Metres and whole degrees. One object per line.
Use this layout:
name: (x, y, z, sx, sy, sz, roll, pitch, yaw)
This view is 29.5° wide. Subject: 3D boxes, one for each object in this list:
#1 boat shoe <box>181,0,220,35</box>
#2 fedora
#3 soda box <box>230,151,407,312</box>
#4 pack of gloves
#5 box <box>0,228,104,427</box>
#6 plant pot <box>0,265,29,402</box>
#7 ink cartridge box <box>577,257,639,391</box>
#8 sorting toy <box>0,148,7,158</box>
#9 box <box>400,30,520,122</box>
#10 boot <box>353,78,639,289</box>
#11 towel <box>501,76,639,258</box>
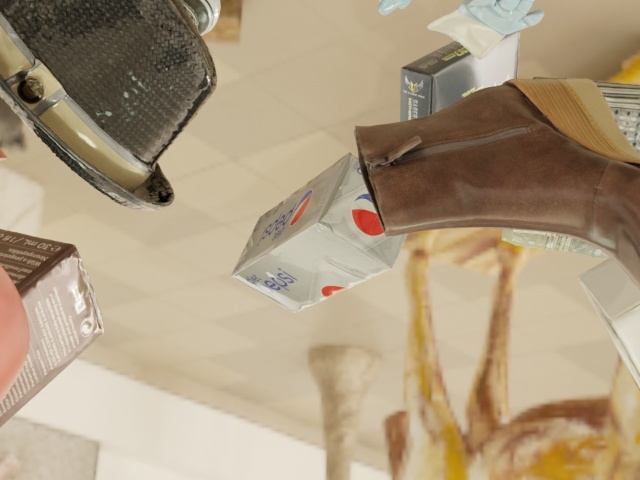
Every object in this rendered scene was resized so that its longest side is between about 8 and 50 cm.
boat shoe: (-0.306, -0.341, 1.671, 0.335, 0.119, 0.121, 16, 130, -9)
fedora: (-0.204, -0.190, 1.078, 0.152, 0.334, 0.334, -39, 146, 6)
soda box: (0.000, 0.000, 1.355, 0.098, 0.091, 0.286, 31, 158, -14)
pack of gloves: (0.138, -0.274, 1.404, 0.195, 0.046, 0.232, 31, 169, -9)
box: (-0.437, 0.139, 1.315, 0.191, 0.381, 0.143, 11, 130, 30)
plant pot: (-0.374, 0.122, 0.846, 0.275, 0.243, 0.275, 7, 134, 7)
ink cartridge box: (0.533, 0.081, 1.355, 0.395, 0.166, 0.285, -30, 105, 7)
sorting toy: (-0.539, -0.160, 1.752, 0.127, 0.126, 0.365, -14, -174, -19)
box: (0.205, -0.197, 1.771, 0.059, 0.232, 0.183, 20, 126, 35)
boot: (0.149, -0.023, 0.916, 0.207, 0.248, 0.090, -14, 136, -6)
towel: (0.446, -0.093, 1.823, 0.312, 0.056, 0.324, 6, 132, 3)
